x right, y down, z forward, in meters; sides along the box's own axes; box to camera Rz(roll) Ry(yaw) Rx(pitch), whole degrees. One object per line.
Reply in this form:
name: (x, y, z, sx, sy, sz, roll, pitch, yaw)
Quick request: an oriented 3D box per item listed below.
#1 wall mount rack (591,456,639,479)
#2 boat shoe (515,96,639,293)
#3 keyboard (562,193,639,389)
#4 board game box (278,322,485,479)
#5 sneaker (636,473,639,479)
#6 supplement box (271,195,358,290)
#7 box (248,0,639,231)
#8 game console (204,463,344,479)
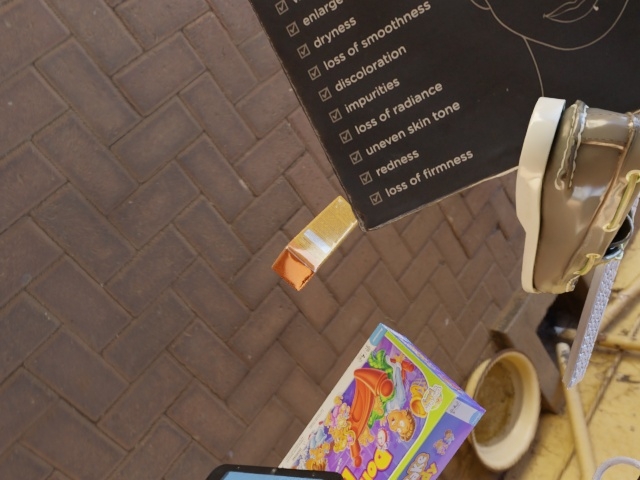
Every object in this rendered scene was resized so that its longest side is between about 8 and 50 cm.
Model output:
wall mount rack: (0.509, 0.442, 0.681, 0.130, 0.350, 0.304, 31, 120, -24)
boat shoe: (0.248, -0.016, 0.464, 0.305, 0.091, 0.109, 49, 59, -55)
keyboard: (0.345, 0.057, 0.590, 0.072, 0.014, 0.256, 3, 103, -43)
board game box: (0.084, 0.347, 0.828, 0.078, 0.233, 0.347, 33, 92, -29)
sneaker: (0.446, 0.357, 0.601, 0.146, 0.102, 0.293, -16, 103, -19)
supplement box: (0.000, 0.000, 0.997, 0.080, 0.078, 0.233, 40, 42, 1)
box: (0.184, -0.339, 0.654, 0.472, 0.479, 0.297, 63, 21, -8)
game console: (-0.153, 0.404, 0.727, 0.250, 0.293, 0.173, 46, 43, -41)
